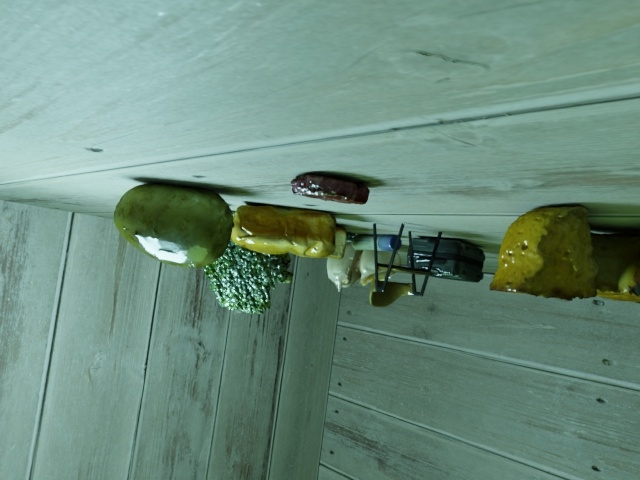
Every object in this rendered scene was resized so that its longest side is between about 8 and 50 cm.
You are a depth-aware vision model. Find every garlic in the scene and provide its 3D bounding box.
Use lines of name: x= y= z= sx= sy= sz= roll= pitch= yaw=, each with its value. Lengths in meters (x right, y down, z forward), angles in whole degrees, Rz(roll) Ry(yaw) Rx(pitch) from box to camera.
garlic: x=0.179 y=0.109 z=2.249 sx=0.285 sy=0.250 sz=0.313 roll=24 pitch=-178 yaw=31

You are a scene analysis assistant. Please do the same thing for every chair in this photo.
chair: x=0.236 y=0.081 z=1.561 sx=0.158 sy=0.247 sz=0.172 roll=9 pitch=175 yaw=-33

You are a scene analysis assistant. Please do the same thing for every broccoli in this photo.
broccoli: x=-0.237 y=0.063 z=1.723 sx=0.324 sy=0.334 sz=0.272 roll=47 pitch=-155 yaw=-7

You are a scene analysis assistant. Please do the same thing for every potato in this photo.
potato: x=-0.363 y=-0.043 z=1.319 sx=0.307 sy=0.210 sz=0.173 roll=14 pitch=-142 yaw=6

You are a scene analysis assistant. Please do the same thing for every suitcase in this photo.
suitcase: x=0.438 y=0.068 z=1.825 sx=0.202 sy=0.128 sz=0.312 roll=5 pitch=175 yaw=35

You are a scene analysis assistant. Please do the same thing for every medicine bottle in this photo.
medicine bottle: x=0.201 y=0.008 z=1.921 sx=0.059 sy=0.059 sz=0.230 roll=10 pitch=175 yaw=-31

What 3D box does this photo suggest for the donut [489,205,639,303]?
donut: x=0.551 y=0.039 z=1.023 sx=0.434 sy=0.164 sz=0.377 roll=5 pitch=177 yaw=8

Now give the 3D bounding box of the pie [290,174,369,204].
pie: x=0.017 y=-0.092 z=0.977 sx=0.153 sy=0.038 sz=0.153 roll=9 pitch=178 yaw=0

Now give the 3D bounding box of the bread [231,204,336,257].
bread: x=-0.098 y=-0.026 z=1.505 sx=0.294 sy=0.133 sz=0.167 roll=9 pitch=170 yaw=5

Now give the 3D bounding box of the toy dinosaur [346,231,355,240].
toy dinosaur: x=0.102 y=-0.015 z=1.978 sx=0.047 sy=0.031 sz=0.083 roll=6 pitch=176 yaw=-16

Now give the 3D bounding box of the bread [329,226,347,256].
bread: x=0.000 y=0.000 z=1.840 sx=0.184 sy=0.114 sz=0.275 roll=11 pitch=175 yaw=3
